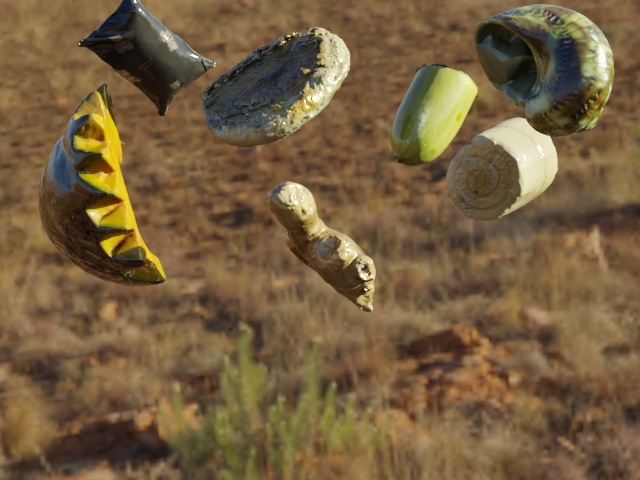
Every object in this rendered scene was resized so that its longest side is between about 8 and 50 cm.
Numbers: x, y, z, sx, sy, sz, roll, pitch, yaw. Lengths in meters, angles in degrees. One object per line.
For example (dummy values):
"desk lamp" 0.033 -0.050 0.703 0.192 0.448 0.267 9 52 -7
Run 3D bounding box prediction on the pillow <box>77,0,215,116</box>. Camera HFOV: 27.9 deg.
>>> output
"pillow" -0.206 -0.220 1.523 0.090 0.150 0.048 -33 39 24

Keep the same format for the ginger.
"ginger" 0.004 0.001 1.530 0.133 0.214 0.059 37 76 28

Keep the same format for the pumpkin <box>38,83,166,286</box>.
"pumpkin" -0.292 -0.044 1.539 0.149 0.254 0.130 -13 10 12

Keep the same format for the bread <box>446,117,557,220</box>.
"bread" 0.298 -0.115 2.107 0.134 0.148 0.141 40 37 18

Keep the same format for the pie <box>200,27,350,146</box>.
"pie" -0.075 -0.256 2.126 0.274 0.055 0.274 -19 38 16

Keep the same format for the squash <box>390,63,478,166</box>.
"squash" 0.187 -0.212 2.265 0.123 0.123 0.187 12 66 47

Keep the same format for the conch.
"conch" 0.307 -0.224 1.714 0.124 0.182 0.187 -24 24 -34
